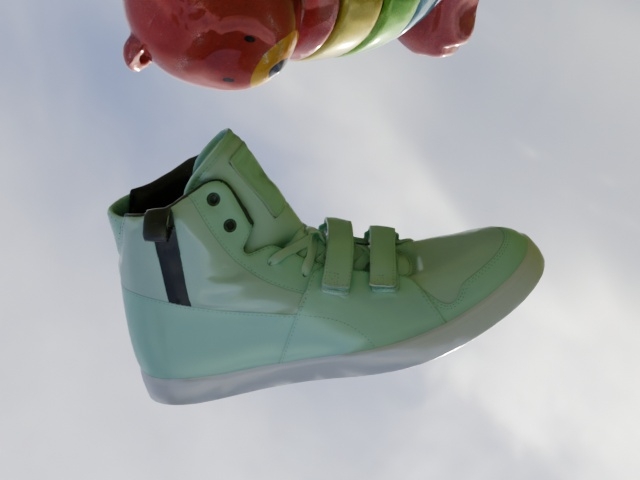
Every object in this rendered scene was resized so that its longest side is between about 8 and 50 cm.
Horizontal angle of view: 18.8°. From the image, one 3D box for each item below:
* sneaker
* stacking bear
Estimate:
[{"bbox_3d":[0.000,0.000,1.149,0.094,0.256,0.151,-98,-7,-66],"label":"sneaker"},{"bbox_3d":[-0.010,-0.183,1.279,0.289,0.175,0.164,-29,-104,-44],"label":"stacking bear"}]
